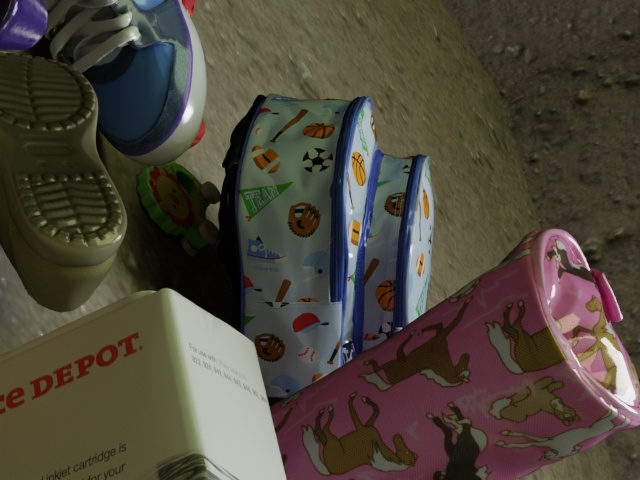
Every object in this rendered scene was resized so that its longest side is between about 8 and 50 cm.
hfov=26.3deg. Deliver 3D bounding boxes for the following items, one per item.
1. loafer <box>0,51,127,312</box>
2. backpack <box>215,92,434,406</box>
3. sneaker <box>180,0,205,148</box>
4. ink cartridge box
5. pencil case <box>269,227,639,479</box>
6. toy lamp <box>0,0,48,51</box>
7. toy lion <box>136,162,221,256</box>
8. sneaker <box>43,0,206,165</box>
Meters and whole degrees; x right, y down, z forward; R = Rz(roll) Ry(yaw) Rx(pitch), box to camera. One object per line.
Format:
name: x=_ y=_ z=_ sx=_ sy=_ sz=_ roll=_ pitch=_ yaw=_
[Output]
loafer: x=-0.210 y=-0.048 z=1.002 sx=0.102 sy=0.092 sz=0.268 roll=6 pitch=34 yaw=-23
backpack: x=0.000 y=0.000 z=1.261 sx=0.276 sy=0.213 sz=0.263 roll=-86 pitch=168 yaw=-59
sneaker: x=-0.144 y=-0.203 z=1.337 sx=0.221 sy=0.128 sz=0.087 roll=59 pitch=18 yaw=-19
ink cartridge box: x=-0.115 y=0.193 z=0.761 sx=0.115 sy=0.198 sz=0.272 roll=39 pitch=31 yaw=-55
pencil case: x=0.054 y=0.147 z=1.027 sx=0.167 sy=0.386 sz=0.160 roll=38 pitch=29 yaw=-36
toy lamp: x=-0.293 y=-0.197 z=0.983 sx=0.275 sy=0.080 sz=0.080 roll=26 pitch=43 yaw=-65
toy lion: x=-0.137 y=-0.039 z=1.306 sx=0.096 sy=0.034 sz=0.100 roll=45 pitch=25 yaw=-31
sneaker: x=-0.229 y=-0.228 z=1.156 sx=0.236 sy=0.130 sz=0.322 roll=16 pitch=54 yaw=-58
